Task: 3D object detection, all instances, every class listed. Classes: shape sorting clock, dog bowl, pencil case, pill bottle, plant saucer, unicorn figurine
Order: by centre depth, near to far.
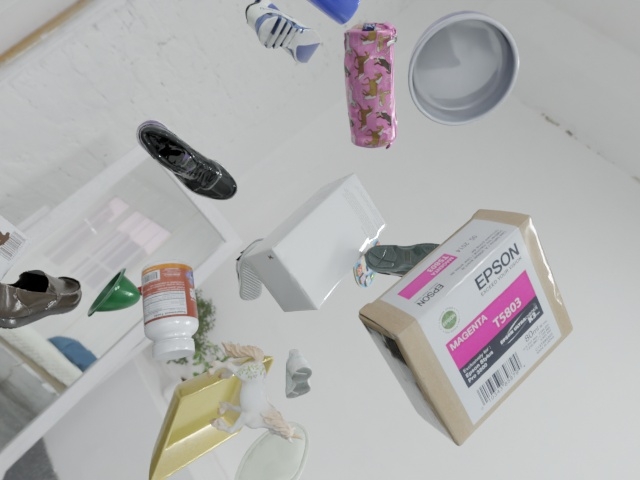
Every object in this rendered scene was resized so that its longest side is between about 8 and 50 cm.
[{"bbox_3d":[-0.096,0.223,0.571,0.060,0.111,0.162,-45,127,-74],"label":"unicorn figurine"},{"bbox_3d":[-0.354,0.163,0.968,0.121,0.121,0.216,63,12,-66],"label":"pill bottle"},{"bbox_3d":[0.360,-0.441,1.060,0.265,0.264,0.104,53,29,-25],"label":"dog bowl"},{"bbox_3d":[-0.316,0.474,1.156,0.081,0.333,0.332,36,23,27],"label":"plant saucer"},{"bbox_3d":[0.169,-0.499,1.347,0.167,0.159,0.387,-130,-150,-58],"label":"pencil case"},{"bbox_3d":[0.157,0.057,1.361,0.040,0.206,0.206,7,-32,34],"label":"shape sorting clock"}]

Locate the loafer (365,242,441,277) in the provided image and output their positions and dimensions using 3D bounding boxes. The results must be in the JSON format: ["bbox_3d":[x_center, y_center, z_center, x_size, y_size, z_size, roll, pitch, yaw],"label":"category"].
[{"bbox_3d":[0.252,0.060,1.071,0.267,0.096,0.084,6,-21,13],"label":"loafer"}]

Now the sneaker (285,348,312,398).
[{"bbox_3d":[-0.049,0.284,0.870,0.152,0.053,0.061,102,-28,-43],"label":"sneaker"}]

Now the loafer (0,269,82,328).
[{"bbox_3d":[-0.492,0.091,0.728,0.080,0.079,0.220,16,4,-6],"label":"loafer"}]

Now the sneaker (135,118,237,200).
[{"bbox_3d":[-0.324,-0.179,1.012,0.283,0.107,0.124,35,2,-30],"label":"sneaker"}]

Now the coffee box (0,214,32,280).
[{"bbox_3d":[-0.636,-0.040,0.663,0.247,0.141,0.098,64,31,-46],"label":"coffee box"}]

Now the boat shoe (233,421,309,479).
[{"bbox_3d":[-0.114,0.490,0.769,0.116,0.319,0.099,15,-58,15],"label":"boat shoe"}]

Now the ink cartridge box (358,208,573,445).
[{"bbox_3d":[0.194,0.104,0.529,0.193,0.234,0.088,58,-16,-21],"label":"ink cartridge box"}]

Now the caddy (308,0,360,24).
[{"bbox_3d":[0.040,-0.558,0.699,0.179,0.342,0.241,25,-25,-33],"label":"caddy"}]

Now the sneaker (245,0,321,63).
[{"bbox_3d":[-0.140,-0.729,1.387,0.182,0.127,0.315,52,28,15],"label":"sneaker"}]

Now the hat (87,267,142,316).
[{"bbox_3d":[-0.607,0.202,1.333,0.183,0.208,0.173,41,0,-26],"label":"hat"}]

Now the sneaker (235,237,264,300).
[{"bbox_3d":[-0.248,0.081,1.505,0.321,0.126,0.128,116,-30,-43],"label":"sneaker"}]

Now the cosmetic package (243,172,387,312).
[{"bbox_3d":[0.000,0.000,1.103,0.155,0.365,0.197,-15,-67,51],"label":"cosmetic package"}]
